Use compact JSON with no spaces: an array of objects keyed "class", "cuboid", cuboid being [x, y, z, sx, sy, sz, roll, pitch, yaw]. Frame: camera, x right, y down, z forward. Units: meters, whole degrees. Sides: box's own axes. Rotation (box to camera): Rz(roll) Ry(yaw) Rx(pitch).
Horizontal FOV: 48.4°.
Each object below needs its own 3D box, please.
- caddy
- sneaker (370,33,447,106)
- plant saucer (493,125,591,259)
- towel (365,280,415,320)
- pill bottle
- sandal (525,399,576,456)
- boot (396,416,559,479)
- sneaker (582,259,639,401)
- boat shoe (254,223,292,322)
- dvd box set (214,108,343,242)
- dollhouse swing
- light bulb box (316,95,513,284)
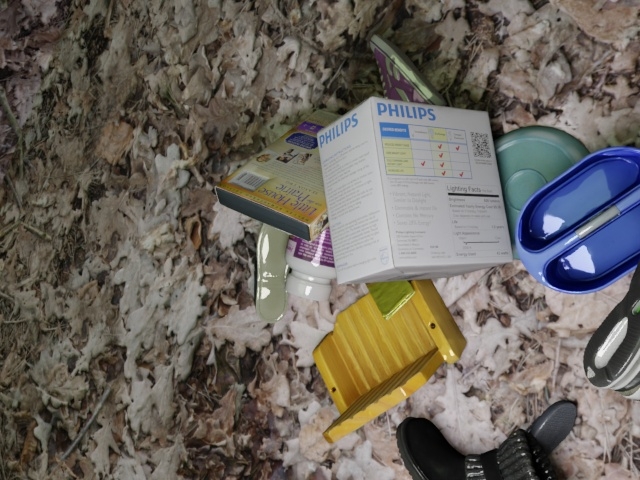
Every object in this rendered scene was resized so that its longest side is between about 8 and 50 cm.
[{"class":"caddy","cuboid":[0.571,-0.041,1.470,0.341,0.179,0.241,-38,80,18]},{"class":"sneaker","cuboid":[0.181,-0.396,1.838,0.161,0.102,0.282,-45,64,25]},{"class":"plant saucer","cuboid":[0.481,-0.112,1.650,0.317,0.043,0.318,-3,85,33]},{"class":"towel","cuboid":[0.161,0.104,1.763,0.102,0.021,0.237,-47,24,10]},{"class":"pill bottle","cuboid":[0.000,0.000,1.879,0.169,0.169,0.302,17,95,33]},{"class":"sandal","cuboid":[0.471,0.452,1.584,0.255,0.097,0.054,-59,33,14]},{"class":"boot","cuboid":[0.340,0.475,1.550,0.260,0.131,0.348,-51,53,25]},{"class":"sneaker","cuboid":[0.732,0.135,1.362,0.448,0.257,0.169,-60,17,20]},{"class":"boat shoe","cuboid":[-0.124,0.054,1.995,0.113,0.127,0.340,-151,64,-75]},{"class":"dvd box set","cuboid":[-0.013,-0.179,1.792,0.307,0.420,0.062,22,138,32]},{"class":"dollhouse swing","cuboid":[0.116,0.267,1.702,0.346,0.305,0.315,-38,67,26]},{"class":"light bulb box","cuboid":[0.211,-0.101,1.609,0.225,0.357,0.361,-22,72,55]}]
